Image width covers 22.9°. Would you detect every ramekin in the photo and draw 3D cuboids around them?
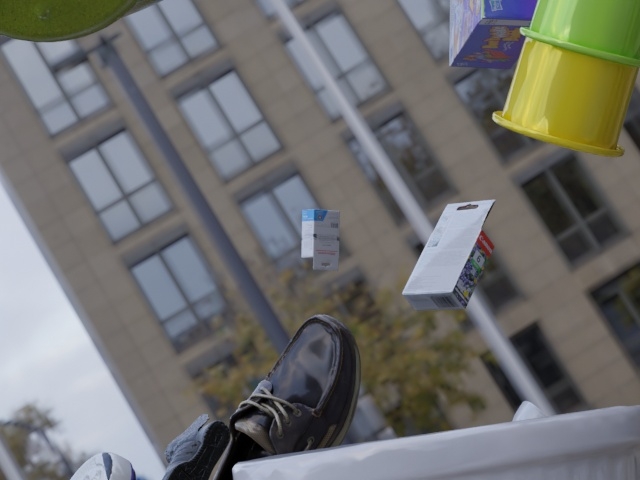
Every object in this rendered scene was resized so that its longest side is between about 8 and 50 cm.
[{"bbox_3d":[0.086,0.186,1.018,0.272,0.127,0.273,-9,-7,-1],"label":"ramekin"}]

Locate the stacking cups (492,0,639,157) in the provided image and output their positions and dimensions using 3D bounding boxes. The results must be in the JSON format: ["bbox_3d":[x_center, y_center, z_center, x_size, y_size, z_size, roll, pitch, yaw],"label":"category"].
[{"bbox_3d":[0.207,-0.216,1.051,0.096,0.096,0.316,-11,-60,-63],"label":"stacking cups"}]

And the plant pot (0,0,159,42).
[{"bbox_3d":[-0.223,-0.352,1.450,0.366,0.366,0.353,-36,17,24],"label":"plant pot"}]

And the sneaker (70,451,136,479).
[{"bbox_3d":[-0.235,0.426,2.038,0.236,0.130,0.323,18,-67,-24],"label":"sneaker"}]

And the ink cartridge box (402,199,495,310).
[{"bbox_3d":[0.129,0.014,1.507,0.062,0.029,0.115,-4,46,44],"label":"ink cartridge box"}]

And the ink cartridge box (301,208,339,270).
[{"bbox_3d":[0.000,0.000,2.182,0.048,0.083,0.028,4,-4,-40],"label":"ink cartridge box"}]

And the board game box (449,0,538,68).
[{"bbox_3d":[0.205,-0.393,1.811,0.078,0.347,0.233,2,-7,-4],"label":"board game box"}]

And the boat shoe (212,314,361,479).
[{"bbox_3d":[-0.053,0.269,2.187,0.130,0.132,0.355,28,-98,-59],"label":"boat shoe"}]

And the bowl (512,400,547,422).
[{"bbox_3d":[0.284,0.260,1.911,0.053,0.142,0.142,-49,-7,-5],"label":"bowl"}]

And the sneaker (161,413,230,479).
[{"bbox_3d":[-0.172,0.286,2.038,0.089,0.051,0.170,-25,22,49],"label":"sneaker"}]
